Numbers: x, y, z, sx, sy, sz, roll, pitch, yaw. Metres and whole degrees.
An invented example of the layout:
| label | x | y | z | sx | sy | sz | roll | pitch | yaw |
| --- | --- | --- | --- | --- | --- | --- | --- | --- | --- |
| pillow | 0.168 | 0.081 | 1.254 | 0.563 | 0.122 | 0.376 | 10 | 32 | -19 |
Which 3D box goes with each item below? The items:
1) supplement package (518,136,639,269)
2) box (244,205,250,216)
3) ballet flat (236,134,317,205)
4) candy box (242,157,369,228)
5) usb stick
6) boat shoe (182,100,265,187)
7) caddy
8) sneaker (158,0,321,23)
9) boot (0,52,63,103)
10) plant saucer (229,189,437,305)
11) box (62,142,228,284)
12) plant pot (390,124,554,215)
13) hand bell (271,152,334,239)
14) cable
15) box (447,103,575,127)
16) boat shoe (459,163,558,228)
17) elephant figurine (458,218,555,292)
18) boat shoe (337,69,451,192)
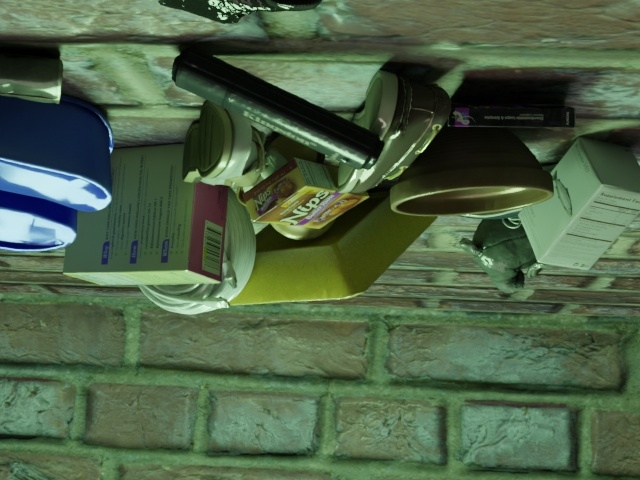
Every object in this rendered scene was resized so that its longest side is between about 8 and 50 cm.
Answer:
| label | x | y | z | sx | sy | sz | roll | pitch | yaw |
| --- | --- | --- | --- | --- | --- | --- | --- | --- | --- |
| supplement package | 0.402 | -0.054 | 1.650 | 0.105 | 0.105 | 0.179 | 9 | 135 | -25 |
| box | -0.303 | -0.024 | 2.118 | 0.311 | 0.121 | 0.148 | 6 | 168 | -18 |
| ballet flat | -0.072 | -0.104 | 1.693 | 0.073 | 0.080 | 0.232 | -40 | 180 | -27 |
| candy box | -0.020 | -0.068 | 1.655 | 0.109 | 0.053 | 0.186 | -33 | 159 | 27 |
| usb stick | -0.055 | -0.161 | 1.344 | 0.278 | 0.045 | 0.077 | 24 | 160 | -5 |
| boat shoe | -0.130 | -0.136 | 1.578 | 0.103 | 0.113 | 0.302 | 5 | 179 | -15 |
| caddy | -0.460 | -0.121 | 1.556 | 0.341 | 0.179 | 0.241 | 13 | 143 | -39 |
| sneaker | -0.082 | -0.254 | 1.107 | 0.170 | 0.051 | 0.089 | 8 | 169 | -2 |
| boot | -0.424 | -0.212 | 1.332 | 0.208 | 0.076 | 0.189 | 12 | -179 | -11 |
| plant saucer | 0.000 | 0.000 | 1.962 | 0.332 | 0.081 | 0.333 | -6 | -157 | 36 |
| box | -0.288 | -0.039 | 1.803 | 0.243 | 0.214 | 0.117 | -2 | 167 | 23 |
| plant pot | 0.216 | -0.106 | 1.574 | 0.237 | 0.110 | 0.237 | -4 | 171 | -1 |
| hand bell | -0.021 | -0.103 | 1.765 | 0.126 | 0.126 | 0.242 | 4 | 157 | -5 |
| cable | -0.230 | 0.001 | 1.911 | 0.257 | 0.257 | 0.089 | -8 | 174 | 37 |
| box | 0.248 | -0.165 | 1.425 | 0.162 | 0.029 | 0.116 | 3 | -171 | 4 |
| boat shoe | 0.325 | -0.075 | 1.798 | 0.254 | 0.095 | 0.079 | -11 | 153 | 19 |
| elephant figurine | 0.417 | -0.008 | 2.032 | 0.239 | 0.186 | 0.169 | -17 | 117 | 32 |
| boat shoe | 0.092 | -0.136 | 1.491 | 0.096 | 0.117 | 0.324 | 8 | 162 | -8 |
